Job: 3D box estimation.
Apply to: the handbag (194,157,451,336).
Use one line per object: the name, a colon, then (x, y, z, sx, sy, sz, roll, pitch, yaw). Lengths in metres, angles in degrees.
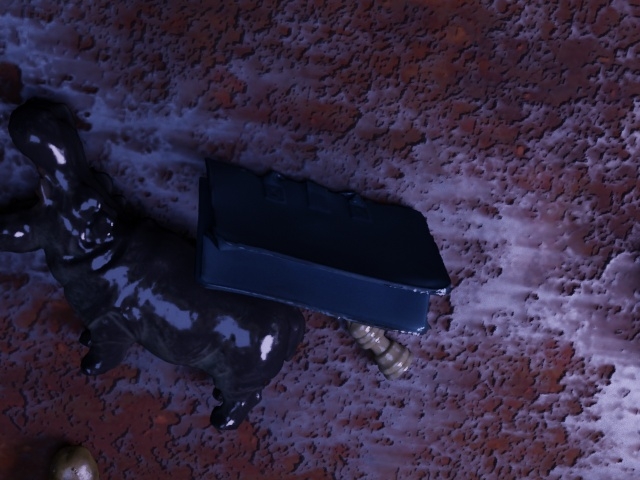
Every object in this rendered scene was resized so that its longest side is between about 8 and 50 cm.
handbag: (0.000, 0.000, 1.329, 0.221, 0.144, 0.057, 13, 127, -15)

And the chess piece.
chess piece: (0.047, 0.090, 1.435, 0.035, 0.035, 0.092, -40, 109, 9)

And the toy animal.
toy animal: (-0.173, 0.034, 1.340, 0.343, 0.106, 0.168, 40, 103, -18)

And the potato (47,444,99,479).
potato: (-0.238, 0.236, 1.447, 0.051, 0.040, 0.083, -8, 110, -30)
